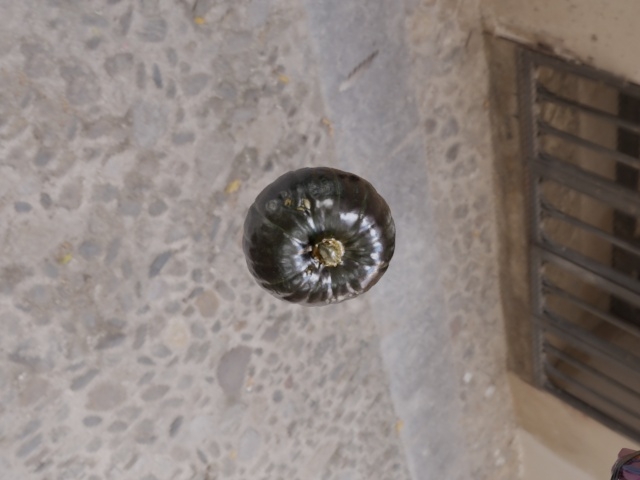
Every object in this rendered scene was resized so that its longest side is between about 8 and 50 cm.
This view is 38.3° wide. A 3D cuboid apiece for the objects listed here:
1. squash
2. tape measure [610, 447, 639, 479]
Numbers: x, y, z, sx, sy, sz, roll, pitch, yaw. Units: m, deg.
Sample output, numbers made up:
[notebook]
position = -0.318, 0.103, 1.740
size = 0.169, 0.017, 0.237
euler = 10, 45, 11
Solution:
[squash]
position = -0.001, -0.002, 1.163
size = 0.193, 0.156, 0.193
euler = -19, 130, -24
[tape measure]
position = 0.350, 0.250, 0.921
size = 0.125, 0.118, 0.074
euler = -12, 99, -59
